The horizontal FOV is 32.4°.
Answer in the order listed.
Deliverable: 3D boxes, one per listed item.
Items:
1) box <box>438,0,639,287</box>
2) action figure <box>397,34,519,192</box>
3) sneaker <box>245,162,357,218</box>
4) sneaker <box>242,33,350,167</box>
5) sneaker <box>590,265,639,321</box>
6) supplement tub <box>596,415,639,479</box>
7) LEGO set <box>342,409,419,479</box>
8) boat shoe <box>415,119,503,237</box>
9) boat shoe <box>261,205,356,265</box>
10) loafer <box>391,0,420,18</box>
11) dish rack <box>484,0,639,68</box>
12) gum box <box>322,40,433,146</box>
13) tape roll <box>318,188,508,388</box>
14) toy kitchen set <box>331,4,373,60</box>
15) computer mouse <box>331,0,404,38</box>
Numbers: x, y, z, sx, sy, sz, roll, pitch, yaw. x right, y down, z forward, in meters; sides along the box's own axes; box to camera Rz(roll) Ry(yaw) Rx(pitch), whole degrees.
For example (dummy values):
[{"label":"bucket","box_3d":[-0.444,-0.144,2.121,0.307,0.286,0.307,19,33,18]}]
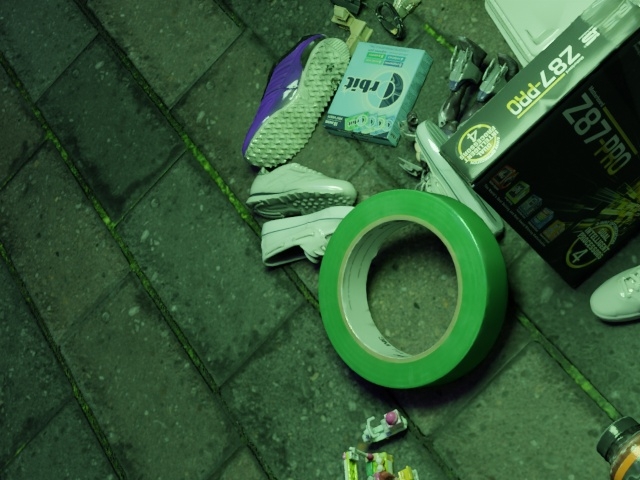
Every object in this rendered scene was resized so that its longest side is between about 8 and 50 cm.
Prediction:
[{"label":"box","box_3d":[0.388,-0.128,1.579,0.318,0.395,0.097,-44,49,7]},{"label":"action figure","box_3d":[0.232,-0.201,1.910,0.185,0.099,0.285,24,87,26]},{"label":"sneaker","box_3d":[-0.034,-0.102,2.052,0.235,0.090,0.095,0,59,32]},{"label":"sneaker","box_3d":[-0.066,-0.279,2.153,0.293,0.102,0.146,-54,39,2]},{"label":"sneaker","box_3d":[0.489,0.053,1.617,0.212,0.094,0.080,-24,58,23]},{"label":"supplement tub","box_3d":[0.468,0.329,1.493,0.106,0.106,0.198,-48,50,5]},{"label":"LEGO set","box_3d":[0.116,0.400,1.692,0.132,0.107,0.287,-38,52,13]},{"label":"boat shoe","box_3d":[0.211,-0.088,1.823,0.076,0.083,0.226,-34,88,28]},{"label":"boat shoe","box_3d":[0.000,0.000,1.982,0.258,0.095,0.084,-12,66,41]},{"label":"loafer","box_3d":[0.182,-0.476,2.109,0.039,0.045,0.125,29,83,33]},{"label":"dish rack","box_3d":[0.412,-0.445,1.868,0.285,0.072,0.333,-41,38,20]},{"label":"gum box","box_3d":[0.106,-0.277,2.064,0.157,0.041,0.184,15,77,37]},{"label":"tape roll","box_3d":[0.145,0.078,1.784,0.321,0.077,0.321,-3,85,38]},{"label":"toy kitchen set","box_3d":[0.041,-0.408,2.153,0.083,0.068,0.075,27,85,40]},{"label":"computer mouse","box_3d":[0.079,-0.456,2.144,0.242,0.041,0.071,42,135,40]}]
